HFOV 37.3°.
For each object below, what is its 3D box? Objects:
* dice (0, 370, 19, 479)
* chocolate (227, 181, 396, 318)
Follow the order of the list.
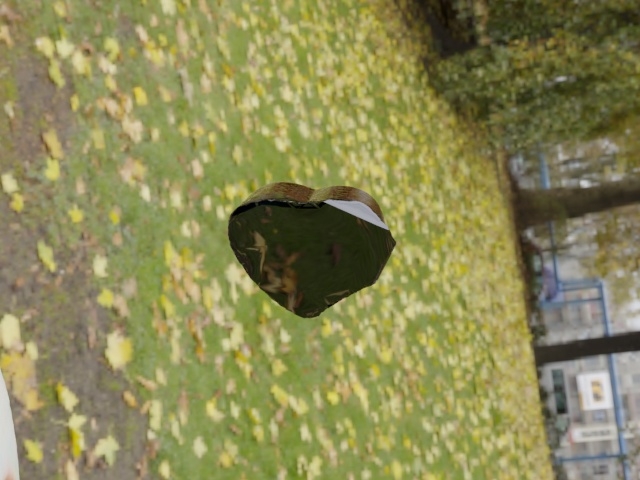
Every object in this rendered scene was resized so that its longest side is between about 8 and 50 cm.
[{"bbox_3d":[-0.342,0.184,0.515,0.304,0.304,0.277,-108,-166,-59],"label":"dice"},{"bbox_3d":[0.000,0.000,0.859,0.080,0.148,0.125,-72,159,-57],"label":"chocolate"}]
